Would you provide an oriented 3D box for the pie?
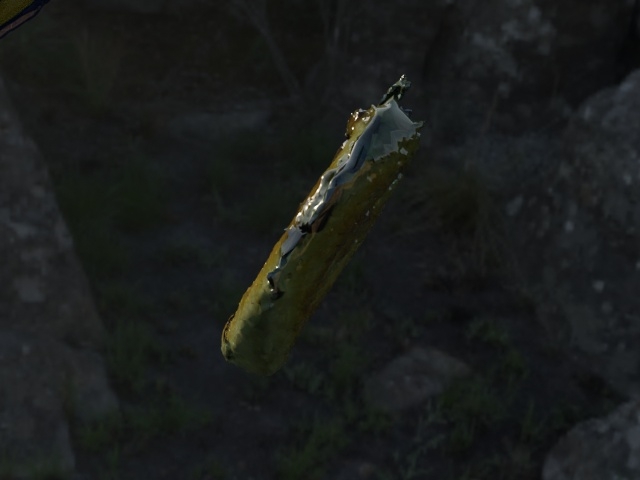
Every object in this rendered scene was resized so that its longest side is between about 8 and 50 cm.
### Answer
[{"bbox_3d":[0.000,0.000,1.149,0.078,0.297,0.371,31,-13,1],"label":"pie"}]

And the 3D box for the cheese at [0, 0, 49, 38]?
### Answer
[{"bbox_3d":[-0.124,-0.115,0.384,0.156,0.250,0.064,-38,85,-13],"label":"cheese"}]
